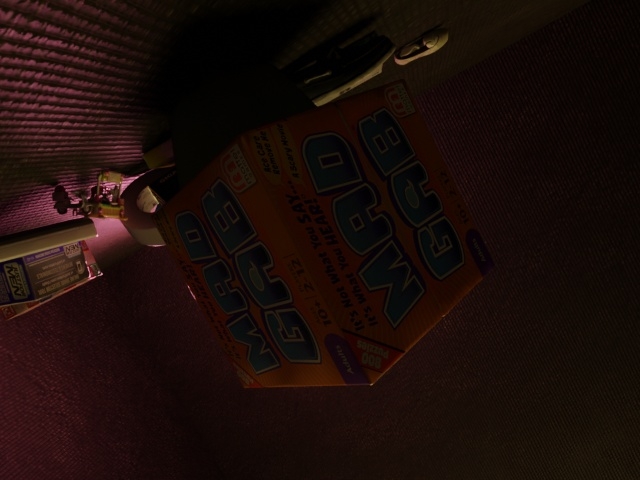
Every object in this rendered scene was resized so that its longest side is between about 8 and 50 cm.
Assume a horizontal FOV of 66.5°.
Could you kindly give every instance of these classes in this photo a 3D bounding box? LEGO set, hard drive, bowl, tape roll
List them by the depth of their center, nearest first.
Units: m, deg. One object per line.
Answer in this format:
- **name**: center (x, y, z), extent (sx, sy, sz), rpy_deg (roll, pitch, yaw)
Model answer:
- **bowl**: center (-0.154, -0.218, 0.910), extent (0.311, 0.163, 0.311), rpy_deg (-28, -175, 3)
- **hard drive**: center (-0.641, 0.010, 1.022), extent (0.307, 0.040, 0.203), rpy_deg (-18, -167, -27)
- **LEGO set**: center (-0.514, -0.109, 1.144), extent (0.132, 0.107, 0.287), rpy_deg (7, -178, -13)
- **tape roll**: center (-0.410, -0.092, 1.270), extent (0.219, 0.219, 0.072), rpy_deg (-29, 142, -11)

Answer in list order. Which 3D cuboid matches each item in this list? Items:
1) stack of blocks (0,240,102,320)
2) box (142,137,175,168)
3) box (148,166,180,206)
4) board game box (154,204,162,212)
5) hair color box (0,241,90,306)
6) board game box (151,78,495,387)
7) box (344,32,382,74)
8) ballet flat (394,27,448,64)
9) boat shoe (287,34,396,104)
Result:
- **stack of blocks**: center (-0.851, 0.098, 1.487), extent (0.297, 0.171, 0.087), rpy_deg (-26, -175, 5)
- **box**: center (-0.310, -0.226, 1.134), extent (0.178, 0.042, 0.109), rpy_deg (-26, -175, 15)
- **box**: center (-0.211, -0.151, 1.154), extent (0.322, 0.079, 0.257), rpy_deg (-39, -133, -17)
- **board game box**: center (-0.339, -0.178, 1.530), extent (0.336, 0.079, 0.254), rpy_deg (-27, -154, 1)
- **hair color box**: center (-0.742, 0.086, 1.121), extent (0.338, 0.110, 0.185), rpy_deg (-8, -169, 11)
- **board game box**: center (0.000, 0.000, 0.842), extent (0.356, 0.356, 0.356), rpy_deg (-31, -175, -39)
- **box**: center (0.006, -0.394, 1.234), extent (0.322, 0.059, 0.232), rpy_deg (-28, -176, 8)
- **ballet flat**: center (0.291, -0.559, 1.407), extent (0.168, 0.057, 0.052), rpy_deg (-26, 175, 21)
- **boat shoe**: center (0.012, -0.357, 1.040), extent (0.302, 0.091, 0.114), rpy_deg (-28, -156, 18)
